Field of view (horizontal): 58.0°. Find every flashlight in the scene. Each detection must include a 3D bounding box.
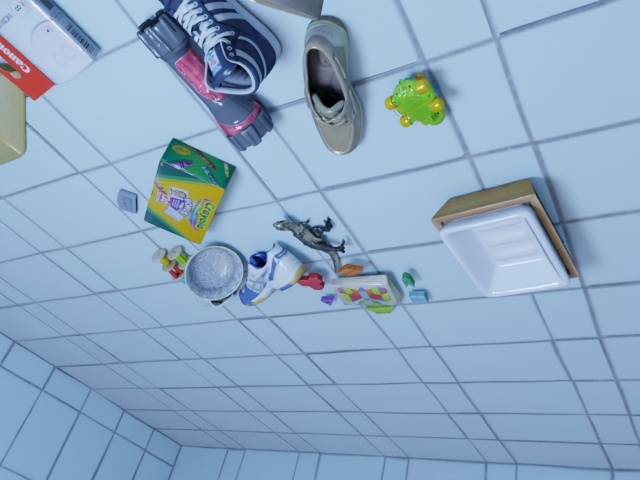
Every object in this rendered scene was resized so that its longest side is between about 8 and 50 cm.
[{"bbox_3d":[-0.221,-0.315,1.145,0.103,0.103,0.304,-32,126,14],"label":"flashlight"}]

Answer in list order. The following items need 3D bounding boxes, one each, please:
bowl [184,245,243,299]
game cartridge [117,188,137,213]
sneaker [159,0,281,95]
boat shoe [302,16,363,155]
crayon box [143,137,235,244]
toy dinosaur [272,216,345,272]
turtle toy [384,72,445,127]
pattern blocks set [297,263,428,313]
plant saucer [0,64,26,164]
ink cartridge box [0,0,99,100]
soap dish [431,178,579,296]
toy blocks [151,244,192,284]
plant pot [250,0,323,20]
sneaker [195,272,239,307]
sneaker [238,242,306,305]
[{"bbox_3d":[-0.317,0.083,1.693,0.170,0.080,0.170,-7,111,-18],"label":"bowl"},{"bbox_3d":[-0.537,-0.109,1.604,0.056,0.017,0.083,17,144,-6],"label":"game cartridge"},{"bbox_3d":[-0.204,-0.371,1.016,0.282,0.153,0.099,33,140,-21],"label":"sneaker"},{"bbox_3d":[0.017,-0.269,1.110,0.109,0.098,0.302,6,142,14],"label":"boat shoe"},{"bbox_3d":[-0.337,-0.115,1.463,0.165,0.081,0.278,24,143,-10],"label":"crayon box"},{"bbox_3d":[0.000,0.000,1.509,0.118,0.064,0.268,-17,137,41],"label":"toy dinosaur"},{"bbox_3d":[0.187,-0.260,1.084,0.095,0.066,0.130,-21,131,39],"label":"turtle toy"},{"bbox_3d":[0.127,0.145,1.638,0.325,0.026,0.285,-12,144,34],"label":"pattern blocks set"},{"bbox_3d":[-0.858,-0.260,1.326,0.081,0.333,0.333,48,142,7],"label":"plant saucer"},{"bbox_3d":[-0.604,-0.395,1.186,0.232,0.066,0.189,-28,127,23],"label":"ink cartridge box"},{"bbox_3d":[0.417,-0.001,1.291,0.229,0.118,0.291,-14,134,35],"label":"soap dish"},{"bbox_3d":[-0.430,0.084,1.783,0.123,0.054,0.148,-9,137,31],"label":"toy blocks"},{"bbox_3d":[-0.111,-0.452,0.818,0.284,0.284,0.191,17,108,-1],"label":"plant pot"},{"bbox_3d":[-0.335,0.168,1.823,0.094,0.091,0.258,30,141,-18],"label":"sneaker"},{"bbox_3d":[-0.164,0.093,1.674,0.131,0.112,0.296,47,135,-10],"label":"sneaker"}]
